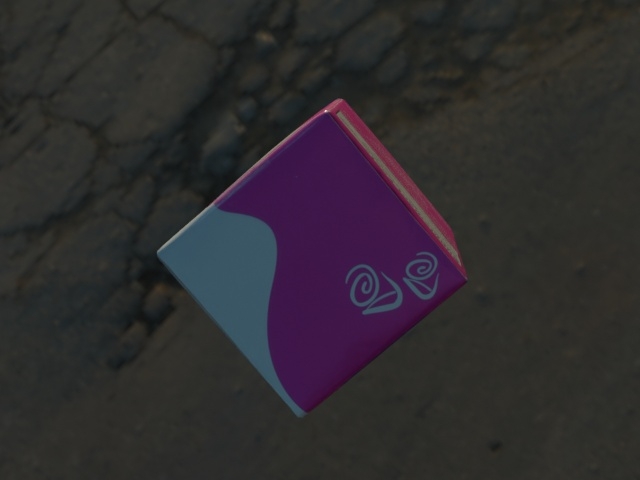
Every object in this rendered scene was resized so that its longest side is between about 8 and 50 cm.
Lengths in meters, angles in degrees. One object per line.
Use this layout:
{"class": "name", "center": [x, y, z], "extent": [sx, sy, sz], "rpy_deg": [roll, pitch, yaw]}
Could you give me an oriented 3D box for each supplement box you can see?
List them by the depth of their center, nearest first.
{"class": "supplement box", "center": [0.000, 0.000, 0.878], "extent": [0.111, 0.114, 0.220], "rpy_deg": [-40, 2, 7]}
